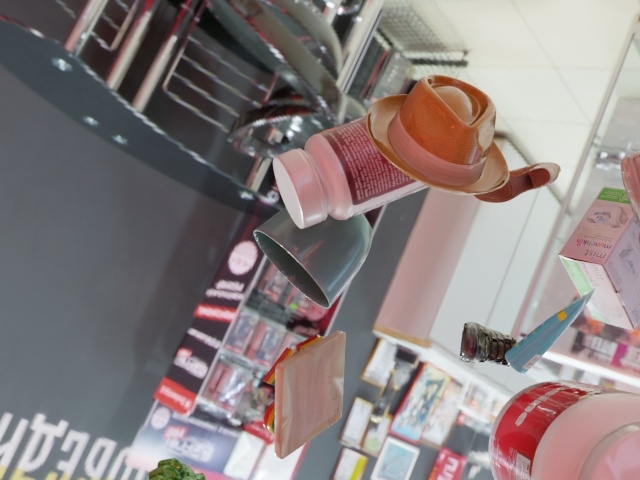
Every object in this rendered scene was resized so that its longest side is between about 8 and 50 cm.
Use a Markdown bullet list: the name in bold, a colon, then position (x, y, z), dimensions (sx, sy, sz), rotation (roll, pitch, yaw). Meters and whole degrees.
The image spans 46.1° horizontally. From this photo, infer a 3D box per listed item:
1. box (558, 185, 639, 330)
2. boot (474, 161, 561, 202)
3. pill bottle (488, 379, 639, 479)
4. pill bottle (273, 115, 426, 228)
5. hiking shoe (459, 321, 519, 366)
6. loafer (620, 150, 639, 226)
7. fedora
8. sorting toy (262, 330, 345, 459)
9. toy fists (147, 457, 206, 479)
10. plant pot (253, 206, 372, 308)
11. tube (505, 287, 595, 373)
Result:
- **box**: position (0.724, 0.044, 1.817), dimensions (0.126, 0.231, 0.262), rotation (17, 153, 50)
- **boot**: position (0.470, -0.140, 1.784), dimensions (0.197, 0.073, 0.152), rotation (-8, -173, 29)
- **pill bottle**: position (0.375, 0.311, 1.004), dimensions (0.229, 0.229, 0.408), rotation (23, 174, 3)
- **pill bottle**: position (0.097, -0.185, 1.862), dimensions (0.224, 0.392, 0.224), rotation (158, 90, -77)
- **hiking shoe**: position (0.364, 0.219, 1.574), dimensions (0.114, 0.086, 0.227), rotation (6, 178, 28)
- **loafer**: position (0.605, -0.016, 1.280), dimensions (0.111, 0.319, 0.112), rotation (-17, 158, 20)
- **fedora**: position (0.145, -0.134, 0.864), dimensions (0.194, 0.194, 0.079), rotation (24, 129, 3)
- **sorting toy**: position (-0.050, 0.378, 1.920), dimensions (0.089, 0.257, 0.255), rotation (16, -157, 34)
- **toy fists**: position (-0.341, 0.637, 1.744), dimensions (0.142, 0.279, 0.096), rotation (25, 127, -28)
- **plant pot**: position (0.000, 0.000, 2.066), dimensions (0.293, 0.235, 0.293), rotation (42, 166, 13)
- **tube**: position (0.435, 0.168, 1.413), dimensions (0.052, 0.207, 0.080), rotation (45, -152, 11)
